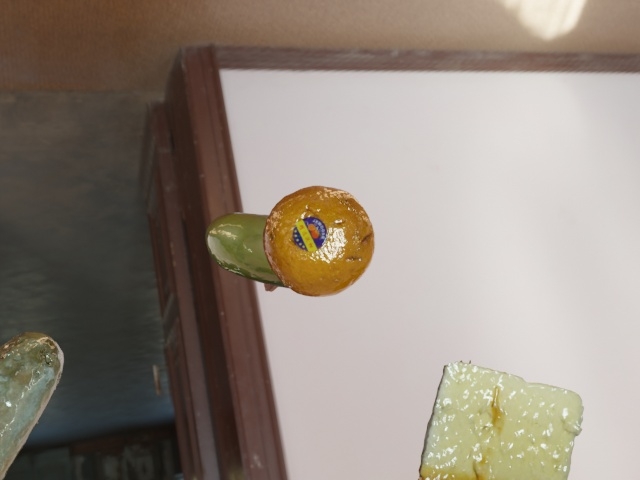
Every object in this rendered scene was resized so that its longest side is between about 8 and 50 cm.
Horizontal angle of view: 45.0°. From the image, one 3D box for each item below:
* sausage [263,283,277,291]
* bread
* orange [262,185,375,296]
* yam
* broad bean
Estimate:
[{"bbox_3d":[-0.082,0.072,1.857,0.147,0.035,0.030,-42,115,18],"label":"sausage"},{"bbox_3d":[0.219,0.344,1.158,0.242,0.346,0.405,12,178,-4],"label":"bread"},{"bbox_3d":[0.000,0.002,0.929,0.135,0.136,0.117,-15,163,11],"label":"orange"},{"bbox_3d":[-0.462,0.265,1.025,0.133,0.330,0.133,23,153,13],"label":"yam"},{"bbox_3d":[-0.074,0.014,1.322,0.238,0.119,0.291,17,-178,10],"label":"broad bean"}]
